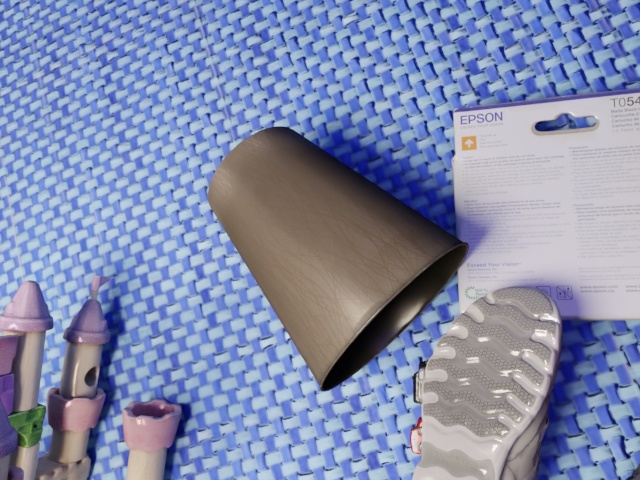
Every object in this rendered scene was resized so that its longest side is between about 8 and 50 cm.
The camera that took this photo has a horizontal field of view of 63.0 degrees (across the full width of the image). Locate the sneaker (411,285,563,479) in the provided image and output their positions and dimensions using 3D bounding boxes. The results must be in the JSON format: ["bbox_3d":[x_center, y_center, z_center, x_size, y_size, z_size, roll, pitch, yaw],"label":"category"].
[{"bbox_3d":[0.154,0.178,0.488,0.105,0.115,0.281,21,92,44],"label":"sneaker"}]

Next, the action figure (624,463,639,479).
[{"bbox_3d":[0.349,0.205,0.401,0.341,0.178,0.330,31,93,-8],"label":"action figure"}]

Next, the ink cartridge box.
[{"bbox_3d":[0.248,-0.031,0.522,0.223,0.045,0.224,-2,81,16],"label":"ink cartridge box"}]

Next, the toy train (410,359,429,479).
[{"bbox_3d":[0.109,0.203,0.535,0.036,0.027,0.158,-1,81,18],"label":"toy train"}]

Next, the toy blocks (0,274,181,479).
[{"bbox_3d":[-0.343,0.165,0.539,0.308,0.288,0.260,6,89,19],"label":"toy blocks"}]

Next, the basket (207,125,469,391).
[{"bbox_3d":[0.000,0.000,0.537,0.227,0.154,0.204,48,117,21],"label":"basket"}]
